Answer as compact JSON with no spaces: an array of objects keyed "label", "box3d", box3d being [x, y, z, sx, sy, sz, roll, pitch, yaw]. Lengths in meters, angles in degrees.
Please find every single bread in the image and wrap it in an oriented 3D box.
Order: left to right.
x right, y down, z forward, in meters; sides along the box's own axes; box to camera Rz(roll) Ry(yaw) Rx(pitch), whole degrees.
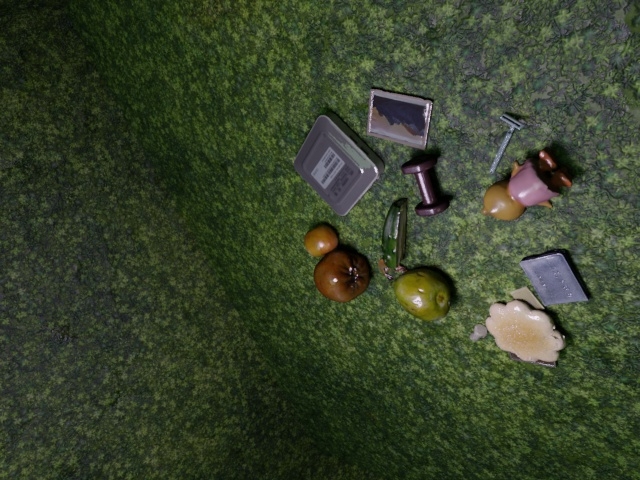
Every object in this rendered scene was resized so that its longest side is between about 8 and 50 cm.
[{"label":"bread","box3d":[0.824,0.377,1.665,0.316,0.054,0.316,30,140,29]}]

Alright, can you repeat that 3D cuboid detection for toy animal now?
[{"label":"toy animal","box3d":[0.659,-0.157,1.351,0.195,0.169,0.281,54,140,2]}]

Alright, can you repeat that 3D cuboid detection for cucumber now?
[{"label":"cucumber","box3d":[0.321,-0.032,1.811,0.105,0.145,0.325,17,126,26]}]

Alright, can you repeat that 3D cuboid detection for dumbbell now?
[{"label":"dumbbell","box3d":[0.409,-0.213,1.585,0.140,0.124,0.225,-2,117,45]}]

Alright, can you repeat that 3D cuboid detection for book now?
[{"label":"book","box3d":[0.822,0.239,1.621,0.111,0.014,0.077,51,141,1]}]

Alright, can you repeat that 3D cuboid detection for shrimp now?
[{"label":"shrimp","box3d":[0.356,0.154,1.993,0.178,0.034,0.124,19,134,36]}]

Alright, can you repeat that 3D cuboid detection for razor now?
[{"label":"razor","box3d":[0.618,-0.318,1.381,0.084,0.036,0.211,54,155,37]}]

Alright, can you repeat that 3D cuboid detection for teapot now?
[{"label":"teapot","box3d":[0.715,0.422,1.842,0.067,0.057,0.083,13,140,0]}]

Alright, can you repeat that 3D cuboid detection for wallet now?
[{"label":"wallet","box3d":[0.854,0.140,1.497,0.167,0.036,0.222,-22,103,50]}]

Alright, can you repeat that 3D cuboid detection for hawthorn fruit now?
[{"label":"hawthorn fruit","box3d":[0.090,0.182,2.092,0.301,0.268,0.267,-18,106,54]}]

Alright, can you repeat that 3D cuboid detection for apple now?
[{"label":"apple","box3d":[0.000,0.000,2.110,0.182,0.182,0.155,-35,78,51]}]

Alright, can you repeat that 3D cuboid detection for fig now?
[{"label":"fig","box3d":[0.423,0.244,1.841,0.314,0.233,0.233,-5,116,36]}]

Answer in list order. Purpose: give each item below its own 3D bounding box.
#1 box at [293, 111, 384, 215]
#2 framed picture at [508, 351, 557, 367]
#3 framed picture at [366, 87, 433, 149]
[{"label":"box","box3d":[0.070,-0.334,1.849,0.373,0.090,0.367,47,142,7]},{"label":"framed picture","box3d":[0.864,0.413,1.709,0.189,0.023,0.260,-5,116,46]},{"label":"framed picture","box3d":[0.299,-0.473,1.577,0.265,0.018,0.192,24,133,30]}]
